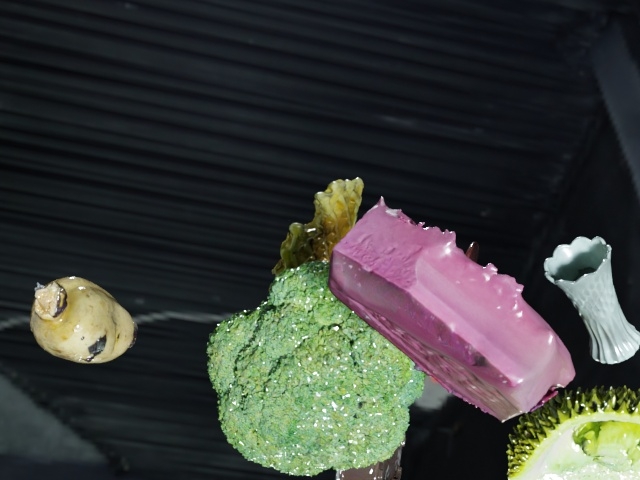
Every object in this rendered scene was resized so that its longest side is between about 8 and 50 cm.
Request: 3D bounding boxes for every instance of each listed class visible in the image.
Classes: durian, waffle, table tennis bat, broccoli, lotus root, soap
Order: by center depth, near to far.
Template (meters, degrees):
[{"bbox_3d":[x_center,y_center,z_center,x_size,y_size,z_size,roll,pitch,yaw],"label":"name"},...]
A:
[{"bbox_3d":[0.160,0.094,1.567,0.127,0.325,0.220,-51,170,-12],"label":"soap"},{"bbox_3d":[0.219,0.050,1.866,0.154,0.019,0.098,9,98,-75],"label":"table tennis bat"},{"bbox_3d":[0.476,0.320,2.044,0.157,0.355,0.170,-32,127,-90],"label":"durian"},{"bbox_3d":[-0.008,0.234,2.125,0.321,0.310,0.414,34,-61,41],"label":"broccoli"},{"bbox_3d":[-0.424,0.149,2.253,0.140,0.257,0.154,-46,-125,8],"label":"lotus root"},{"bbox_3d":[0.002,0.001,2.368,0.250,0.056,0.261,-23,135,-57],"label":"waffle"}]

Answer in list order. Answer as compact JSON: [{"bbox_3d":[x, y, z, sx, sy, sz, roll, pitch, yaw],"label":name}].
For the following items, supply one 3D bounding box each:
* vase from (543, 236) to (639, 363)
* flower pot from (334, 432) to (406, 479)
[{"bbox_3d":[0.323,0.076,1.479,0.149,0.081,0.081,60,6,-29],"label":"vase"},{"bbox_3d":[0.103,0.410,2.428,0.251,0.084,0.179,29,68,-73],"label":"flower pot"}]
